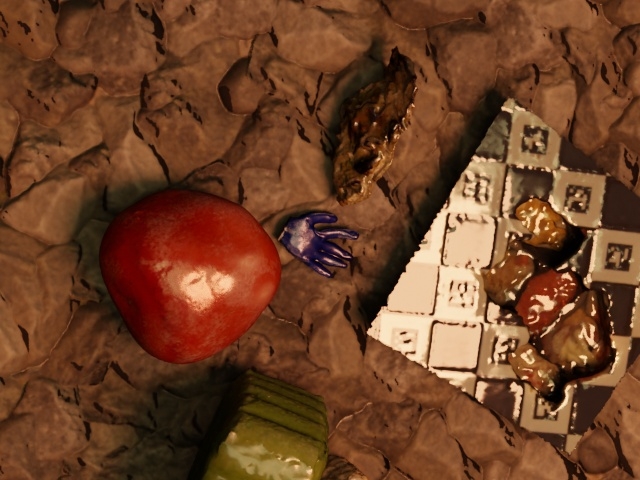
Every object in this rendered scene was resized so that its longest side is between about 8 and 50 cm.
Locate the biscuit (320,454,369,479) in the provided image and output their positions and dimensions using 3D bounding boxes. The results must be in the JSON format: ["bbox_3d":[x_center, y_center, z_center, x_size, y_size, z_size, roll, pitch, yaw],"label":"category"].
[{"bbox_3d":[0.064,0.346,1.399,0.061,0.108,0.239,-30,101,-11],"label":"biscuit"}]

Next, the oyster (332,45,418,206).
[{"bbox_3d":[0.053,-0.117,1.342,0.056,0.105,0.177,10,118,-24],"label":"oyster"}]

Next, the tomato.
[{"bbox_3d":[-0.131,0.030,1.303,0.187,0.151,0.187,0,92,-10],"label":"tomato"}]

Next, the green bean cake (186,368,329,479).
[{"bbox_3d":[-0.078,0.272,1.307,0.125,0.222,0.248,22,99,-5],"label":"green bean cake"}]

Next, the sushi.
[{"bbox_3d":[0.231,0.044,1.413,0.292,0.059,0.294,34,91,-13],"label":"sushi"}]

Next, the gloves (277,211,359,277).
[{"bbox_3d":[0.000,0.000,1.382,0.086,0.026,0.064,32,89,-12],"label":"gloves"}]
